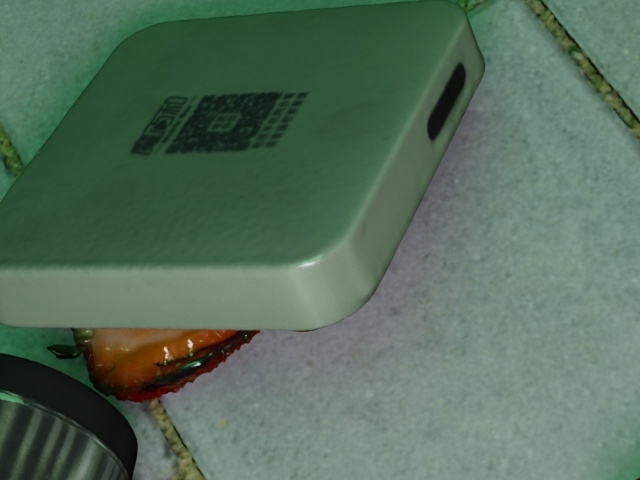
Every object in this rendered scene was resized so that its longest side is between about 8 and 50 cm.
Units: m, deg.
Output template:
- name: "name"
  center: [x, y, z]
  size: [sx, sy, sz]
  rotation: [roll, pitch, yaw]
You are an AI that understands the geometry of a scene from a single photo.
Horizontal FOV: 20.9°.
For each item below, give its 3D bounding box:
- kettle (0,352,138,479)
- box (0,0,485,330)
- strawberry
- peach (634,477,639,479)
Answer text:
- name: "kettle"
  center: [-0.273, 0.266, 1.405]
  size: [0.207, 0.251, 0.271]
  rotation: [-4, 49, 26]
- name: "box"
  center: [-0.077, -0.066, 1.480]
  size: [0.373, 0.090, 0.367]
  rotation: [-1, 39, 30]
- name: "strawberry"
  center: [-0.139, 0.072, 1.529]
  size: [0.192, 0.085, 0.140]
  rotation: [-36, 70, 8]
- name: "peach"
  center: [0.279, 0.255, 1.296]
  size: [0.184, 0.184, 0.184]
  rotation: [-6, 65, 12]
